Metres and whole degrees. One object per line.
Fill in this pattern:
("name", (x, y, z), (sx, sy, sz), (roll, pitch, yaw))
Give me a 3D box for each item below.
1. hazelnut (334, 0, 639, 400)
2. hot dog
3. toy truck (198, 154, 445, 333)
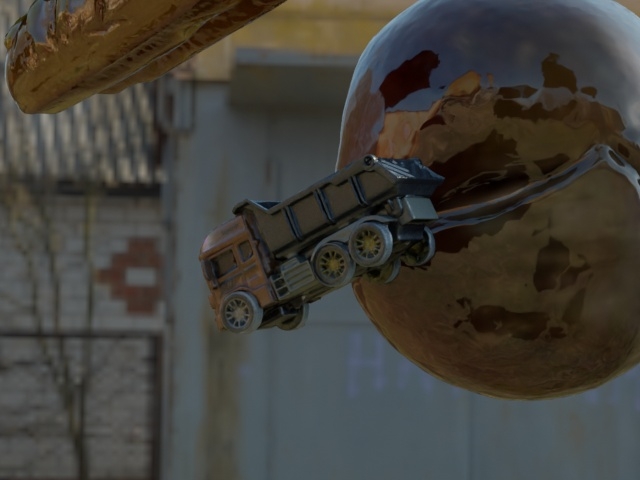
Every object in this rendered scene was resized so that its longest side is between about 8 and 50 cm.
("hazelnut", (0.176, -0.047, 1.478), (0.315, 0.372, 0.372), (-14, 4, -24))
("hot dog", (-0.073, -0.133, 0.928), (0.115, 0.072, 0.269), (-14, -7, -44))
("toy truck", (0.000, 0.000, 1.320), (0.192, 0.092, 0.083), (-28, -13, 28))
